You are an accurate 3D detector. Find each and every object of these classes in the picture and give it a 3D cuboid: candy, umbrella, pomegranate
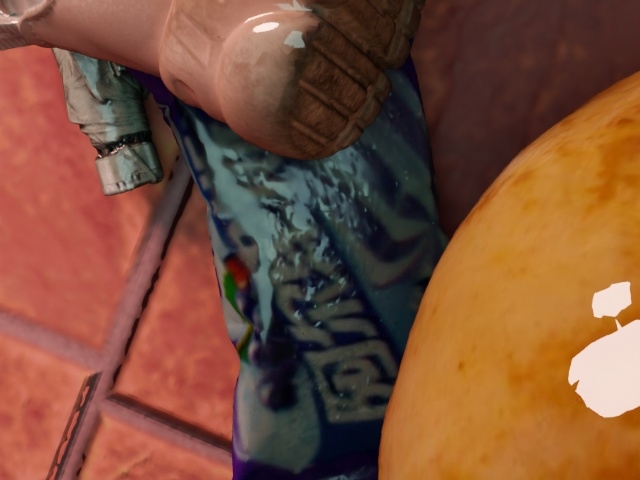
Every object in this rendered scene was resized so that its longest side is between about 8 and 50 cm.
[{"bbox_3d":[0.000,0.000,0.667,0.145,0.070,0.275,-14,94,-1],"label":"candy"},{"bbox_3d":[-0.111,-0.115,0.676,0.050,0.046,0.188,-17,94,5],"label":"umbrella"},{"bbox_3d":[0.185,0.088,0.548,0.338,0.338,0.338,1,97,7],"label":"pomegranate"}]

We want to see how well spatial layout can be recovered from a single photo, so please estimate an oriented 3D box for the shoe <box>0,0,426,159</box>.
[{"bbox_3d":[-0.037,-0.219,0.577,0.198,0.172,0.350,14,80,14],"label":"shoe"}]
